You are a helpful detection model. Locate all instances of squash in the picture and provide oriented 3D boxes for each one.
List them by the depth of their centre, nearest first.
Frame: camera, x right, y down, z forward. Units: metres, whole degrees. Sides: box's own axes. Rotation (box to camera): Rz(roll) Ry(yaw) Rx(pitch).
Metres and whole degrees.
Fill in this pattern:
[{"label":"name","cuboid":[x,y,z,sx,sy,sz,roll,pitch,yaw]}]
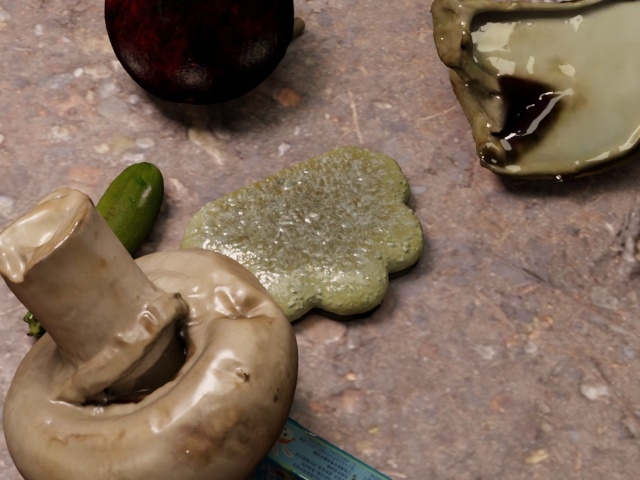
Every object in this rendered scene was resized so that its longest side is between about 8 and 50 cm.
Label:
[{"label":"squash","cuboid":[-0.231,0.006,1.470,0.069,0.069,0.258,20,52,11]}]

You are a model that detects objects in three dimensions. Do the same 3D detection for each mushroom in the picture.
[{"label":"mushroom","cuboid":[-0.171,0.096,1.244,0.292,0.290,0.293,-16,39,14]},{"label":"mushroom","cuboid":[0.263,-0.180,1.638,0.292,0.212,0.218,-5,95,-23]}]

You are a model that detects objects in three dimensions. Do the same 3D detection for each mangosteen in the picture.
[{"label":"mangosteen","cuboid":[-0.138,-0.284,1.585,0.228,0.265,0.228,4,49,-4]}]

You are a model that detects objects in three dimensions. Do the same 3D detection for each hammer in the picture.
[{"label":"hammer","cuboid":[-0.072,-0.288,1.759,0.110,0.019,0.035,32,55,26]}]

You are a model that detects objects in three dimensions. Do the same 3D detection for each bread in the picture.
[{"label":"bread","cuboid":[0.000,0.000,1.504,0.286,0.056,0.207,-29,57,-24]}]

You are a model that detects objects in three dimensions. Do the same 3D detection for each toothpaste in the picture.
[{"label":"toothpaste","cuboid":[0.059,0.257,1.289,0.266,0.065,0.050,28,54,17]}]
